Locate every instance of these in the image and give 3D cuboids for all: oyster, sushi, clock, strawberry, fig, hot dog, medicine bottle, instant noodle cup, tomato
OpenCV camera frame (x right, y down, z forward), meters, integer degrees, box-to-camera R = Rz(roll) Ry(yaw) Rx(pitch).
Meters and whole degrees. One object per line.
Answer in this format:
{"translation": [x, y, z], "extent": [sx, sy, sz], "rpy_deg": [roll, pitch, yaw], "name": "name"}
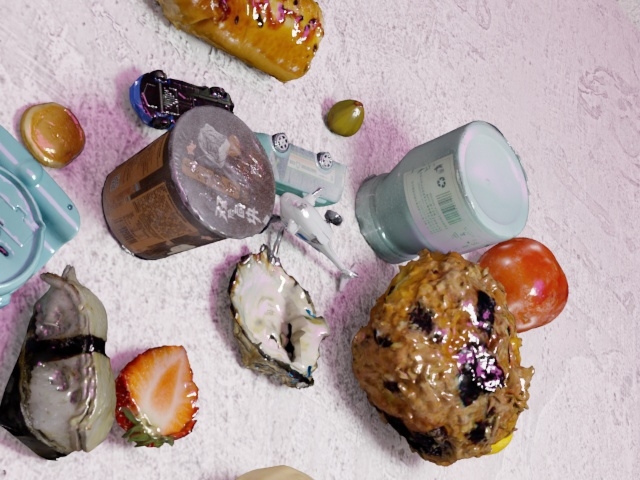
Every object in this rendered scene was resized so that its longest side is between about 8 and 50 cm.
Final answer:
{"translation": [-0.072, 0.142, 1.739], "extent": [0.260, 0.092, 0.198], "rpy_deg": [50, 42, -9], "name": "oyster"}
{"translation": [-0.333, 0.156, 1.378], "extent": [0.134, 0.109, 0.273], "rpy_deg": [58, 35, -54], "name": "sushi"}
{"translation": [-0.467, -0.013, 1.341], "extent": [0.224, 0.094, 0.274], "rpy_deg": [49, 43, -22], "name": "clock"}
{"translation": [-0.251, 0.228, 1.499], "extent": [0.147, 0.082, 0.187], "rpy_deg": [54, 35, -26], "name": "strawberry"}
{"translation": [0.057, -0.256, 2.052], "extent": [0.074, 0.088, 0.074], "rpy_deg": [24, 44, -25], "name": "fig"}
{"translation": [-0.161, -0.512, 1.840], "extent": [0.365, 0.196, 0.368], "rpy_deg": [18, 59, -40], "name": "hot dog"}
{"translation": [0.239, -0.083, 2.029], "extent": [0.245, 0.289, 0.245], "rpy_deg": [20, 61, -42], "name": "medicine bottle"}
{"translation": [-0.214, -0.076, 1.570], "extent": [0.217, 0.207, 0.218], "rpy_deg": [24, 56, -42], "name": "instant noodle cup"}
{"translation": [0.461, 0.098, 2.285], "extent": [0.232, 0.188, 0.232], "rpy_deg": [26, 54, -42], "name": "tomato"}

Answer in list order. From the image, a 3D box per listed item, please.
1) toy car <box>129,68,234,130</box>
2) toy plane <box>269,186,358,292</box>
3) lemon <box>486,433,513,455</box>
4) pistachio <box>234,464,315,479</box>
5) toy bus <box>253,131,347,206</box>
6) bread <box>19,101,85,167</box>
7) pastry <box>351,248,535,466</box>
{"translation": [-0.237, -0.225, 1.721], "extent": [0.216, 0.063, 0.103], "rpy_deg": [8, 67, -41], "name": "toy car"}
{"translation": [-0.005, 0.010, 1.835], "extent": [0.182, 0.107, 0.273], "rpy_deg": [-43, 125, -30], "name": "toy plane"}
{"translation": [0.334, 0.388, 2.075], "extent": [0.155, 0.114, 0.114], "rpy_deg": [13, 65, -41], "name": "lemon"}
{"translation": [-0.084, 0.473, 1.483], "extent": [0.238, 0.229, 0.321], "rpy_deg": [36, 32, 1], "name": "pistachio"}
{"translation": [-0.063, -0.135, 1.867], "extent": [0.261, 0.091, 0.109], "rpy_deg": [17, 72, -43], "name": "toy bus"}
{"translation": [-0.408, -0.162, 1.527], "extent": [0.110, 0.024, 0.110], "rpy_deg": [24, 56, -41], "name": "bread"}
{"translation": [0.224, 0.226, 1.883], "extent": [0.337, 0.292, 0.405], "rpy_deg": [-17, 96, -40], "name": "pastry"}
